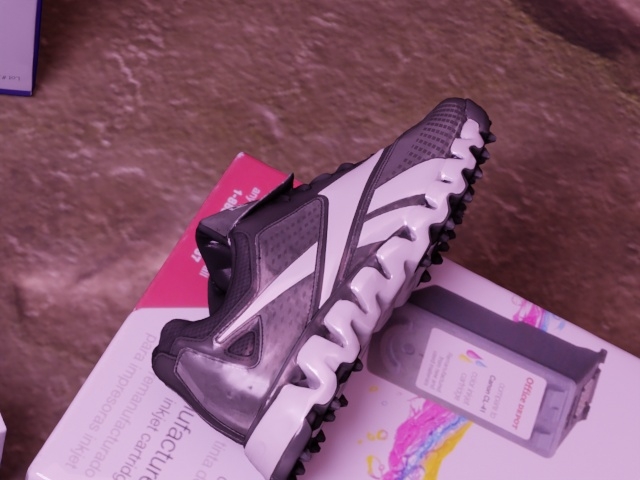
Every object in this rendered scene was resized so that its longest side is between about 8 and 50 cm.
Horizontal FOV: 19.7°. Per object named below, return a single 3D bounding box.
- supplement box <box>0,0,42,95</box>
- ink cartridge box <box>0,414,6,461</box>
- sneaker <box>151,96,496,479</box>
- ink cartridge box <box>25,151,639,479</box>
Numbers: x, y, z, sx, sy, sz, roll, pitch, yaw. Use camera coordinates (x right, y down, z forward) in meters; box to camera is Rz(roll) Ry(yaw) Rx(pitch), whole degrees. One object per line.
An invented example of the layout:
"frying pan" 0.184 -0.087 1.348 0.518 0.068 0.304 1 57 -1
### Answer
"supplement box" -0.216 -0.209 1.094 0.111 0.114 0.220 4 56 -9
"ink cartridge box" -0.222 0.107 0.902 0.122 0.088 0.052 -16 66 -21
"sneaker" 0.000 0.000 0.875 0.106 0.078 0.234 31 58 6
"ink cartridge box" 0.033 0.128 0.924 0.306 0.131 0.226 26 55 7
